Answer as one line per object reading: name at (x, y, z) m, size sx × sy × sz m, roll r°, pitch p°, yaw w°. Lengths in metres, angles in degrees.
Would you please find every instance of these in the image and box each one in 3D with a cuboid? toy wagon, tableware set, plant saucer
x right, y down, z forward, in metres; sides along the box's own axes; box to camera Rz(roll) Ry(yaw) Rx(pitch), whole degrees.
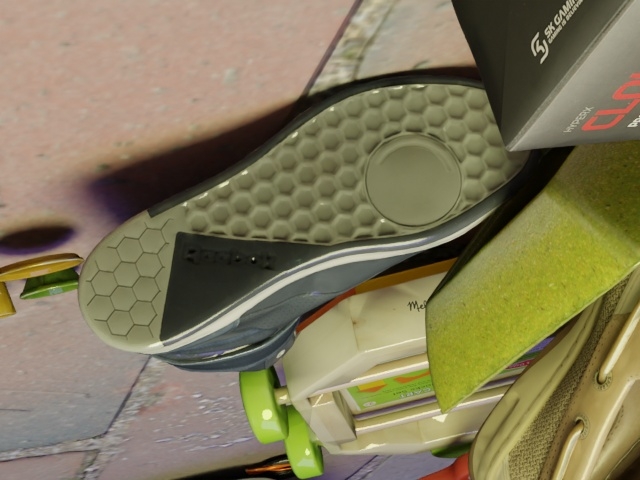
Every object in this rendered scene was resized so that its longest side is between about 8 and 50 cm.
toy wagon at (0.099, 0.104, 0.885) m, size 0.267 × 0.068 × 0.344 m, roll -14°, pitch 156°, yaw 6°
tableware set at (-0.169, 0.027, 0.619) m, size 0.104 × 0.024 × 0.154 m, roll -13°, pitch 175°, yaw -6°
plant saucer at (0.125, -0.023, 0.606) m, size 0.188 × 0.045 × 0.188 m, roll -50°, pitch 179°, yaw -33°

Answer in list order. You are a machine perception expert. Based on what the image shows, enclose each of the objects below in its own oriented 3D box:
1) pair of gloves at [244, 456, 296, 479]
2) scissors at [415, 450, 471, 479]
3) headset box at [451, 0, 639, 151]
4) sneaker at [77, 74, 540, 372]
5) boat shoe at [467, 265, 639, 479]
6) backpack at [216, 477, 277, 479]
pair of gloves at (-0.037, 0.229, 1.252) m, size 0.074 × 0.010 × 0.083 m, roll -10°, pitch 159°, yaw -1°
scissors at (0.071, 0.193, 0.966) m, size 0.297 × 0.021 × 0.109 m, roll -19°, pitch 158°, yaw 18°
headset box at (0.186, -0.132, 0.395) m, size 0.293 × 0.110 × 0.218 m, roll -6°, pitch 157°, yaw -20°
sneaker at (-0.001, -0.001, 0.639) m, size 0.226 × 0.086 × 0.163 m, roll -23°, pitch 167°, yaw -1°
boat shoe at (0.211, 0.051, 0.685) m, size 0.122 × 0.110 × 0.341 m, roll 16°, pitch 115°, yaw -27°
backpack at (-0.090, 0.350, 1.241) m, size 0.263 × 0.213 × 0.276 m, roll -3°, pitch 165°, yaw 7°
